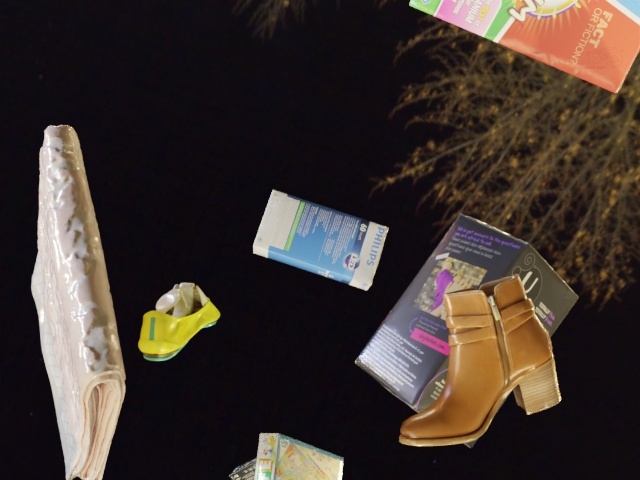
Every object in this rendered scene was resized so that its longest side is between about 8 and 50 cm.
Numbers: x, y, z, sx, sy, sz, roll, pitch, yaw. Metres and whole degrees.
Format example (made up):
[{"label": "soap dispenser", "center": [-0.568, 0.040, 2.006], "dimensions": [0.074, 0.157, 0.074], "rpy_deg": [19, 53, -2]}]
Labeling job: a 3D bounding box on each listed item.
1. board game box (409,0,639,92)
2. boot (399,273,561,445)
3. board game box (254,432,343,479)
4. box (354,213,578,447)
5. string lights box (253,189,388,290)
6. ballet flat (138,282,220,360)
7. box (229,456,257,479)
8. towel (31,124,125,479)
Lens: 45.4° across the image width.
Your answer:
[{"label": "board game box", "center": [0.310, -0.374, 1.030], "dimensions": [0.316, 0.242, 0.064], "rpy_deg": [28, -153, 15]}, {"label": "boot", "center": [0.159, 0.132, 0.844], "dimensions": [0.197, 0.073, 0.152], "rpy_deg": [-19, -87, -12]}, {"label": "board game box", "center": [-0.024, 0.289, 0.880], "dimensions": [0.154, 0.026, 0.103], "rpy_deg": [40, -131, -51]}, {"label": "box", "center": [0.209, 0.127, 1.095], "dimensions": [0.165, 0.270, 0.143], "rpy_deg": [39, 176, -37]}, {"label": "string lights box", "center": [0.000, 0.000, 1.624], "dimensions": [0.259, 0.077, 0.133], "rpy_deg": [19, -105, 0]}, {"label": "ballet flat", "center": [-0.199, 0.103, 1.102], "dimensions": [0.077, 0.077, 0.231], "rpy_deg": [-2, -171, 10]}, {"label": "box", "center": [-0.077, 0.329, 1.043], "dimensions": [0.067, 0.083, 0.018], "rpy_deg": [50, -142, -2]}, {"label": "towel", "center": [-0.299, 0.086, 0.913], "dimensions": [0.053, 0.317, 0.332], "rpy_deg": [-6, -124, -26]}]
